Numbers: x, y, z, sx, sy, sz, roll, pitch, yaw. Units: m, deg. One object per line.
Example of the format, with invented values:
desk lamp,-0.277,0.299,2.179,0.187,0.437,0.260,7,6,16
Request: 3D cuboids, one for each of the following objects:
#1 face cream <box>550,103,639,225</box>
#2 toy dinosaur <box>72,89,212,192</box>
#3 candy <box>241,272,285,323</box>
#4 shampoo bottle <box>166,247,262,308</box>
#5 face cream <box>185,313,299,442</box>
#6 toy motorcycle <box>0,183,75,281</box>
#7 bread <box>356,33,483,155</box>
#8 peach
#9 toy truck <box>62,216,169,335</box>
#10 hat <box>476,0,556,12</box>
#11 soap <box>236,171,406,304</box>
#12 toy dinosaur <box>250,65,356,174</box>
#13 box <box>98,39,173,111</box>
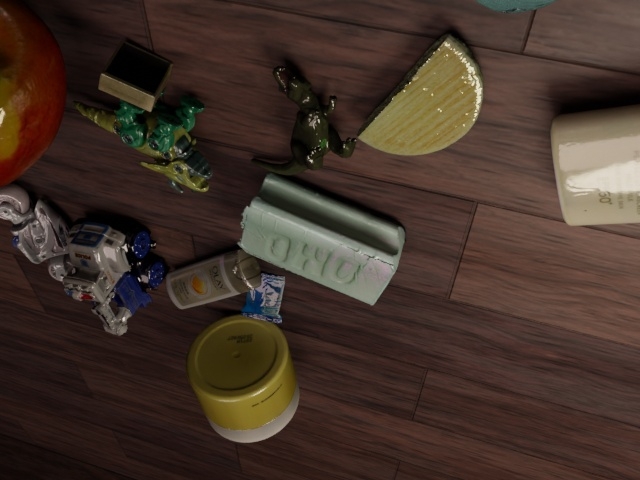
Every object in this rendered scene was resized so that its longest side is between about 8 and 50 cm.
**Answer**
face cream,0.456,-0.092,0.708,0.349,0.081,0.173,-2,135,27
toy dinosaur,-0.275,-0.178,0.959,0.259,0.094,0.153,31,137,3
candy,-0.118,0.115,1.251,0.088,0.038,0.136,13,131,7
shampoo bottle,-0.216,0.078,1.230,0.227,0.056,0.086,-16,96,38
face cream,-0.163,0.294,1.333,0.218,0.218,0.179,9,138,17
toy motorcycle,-0.572,-0.016,1.282,0.113,0.112,0.254,-4,133,29
bread,0.145,-0.172,0.802,0.112,0.036,0.193,29,137,-16
peach,-0.523,-0.216,0.867,0.332,0.307,0.308,-11,130,40
toy truck,-0.425,0.067,1.231,0.161,0.177,0.213,8,140,18
hat,0.219,-0.300,0.593,0.191,0.078,0.138,-3,129,55
soap,0.000,0.000,1.019,0.262,0.094,0.150,22,141,0
toy dinosaur,-0.034,-0.174,0.900,0.179,0.087,0.187,36,140,47
box,-0.261,-0.235,0.881,0.079,0.083,0.035,22,143,-13
